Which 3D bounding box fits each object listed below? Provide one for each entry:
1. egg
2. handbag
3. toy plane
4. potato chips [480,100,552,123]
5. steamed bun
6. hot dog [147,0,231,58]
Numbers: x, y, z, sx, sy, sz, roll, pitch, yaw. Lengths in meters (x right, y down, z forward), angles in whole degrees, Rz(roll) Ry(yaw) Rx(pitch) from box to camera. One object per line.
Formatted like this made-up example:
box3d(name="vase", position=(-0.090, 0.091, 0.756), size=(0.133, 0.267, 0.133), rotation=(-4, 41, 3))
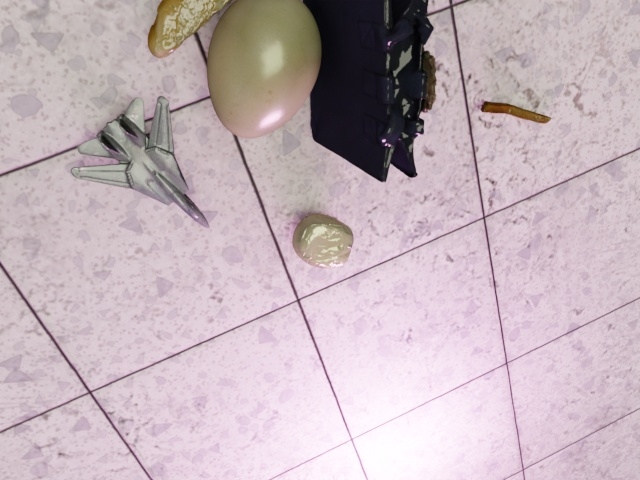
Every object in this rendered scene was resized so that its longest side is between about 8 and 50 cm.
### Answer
box3d(name="egg", position=(-0.100, -0.297, 0.922), size=(0.188, 0.189, 0.254), rotation=(10, 117, -23))
box3d(name="handbag", position=(0.081, -0.285, 0.914), size=(0.121, 0.329, 0.304), rotation=(-12, 118, -18))
box3d(name="toy plane", position=(-0.298, -0.120, 1.000), size=(0.212, 0.088, 0.267), rotation=(-39, 128, 2))
box3d(name="potato chips", position=(0.437, -0.288, 1.208), size=(0.203, 0.037, 0.026), rotation=(4, 123, -27))
box3d(name="steamed bun", position=(0.000, 0.000, 1.151), size=(0.129, 0.091, 0.113), rotation=(14, 104, -21))
box3d(name="hot dog", position=(-0.203, -0.406, 0.897), size=(0.242, 0.084, 0.073), rotation=(-39, 117, 2))
